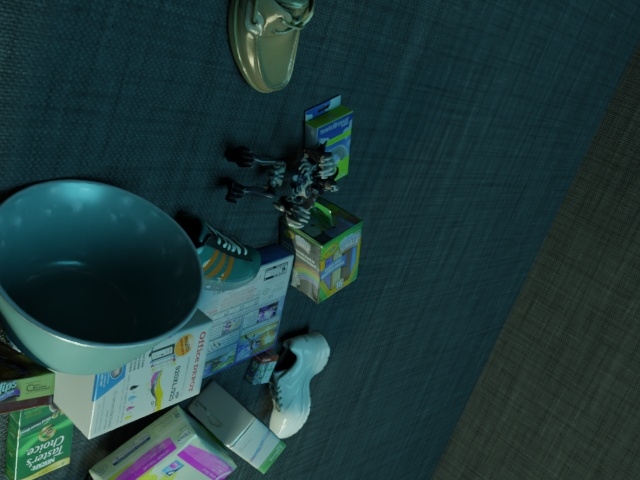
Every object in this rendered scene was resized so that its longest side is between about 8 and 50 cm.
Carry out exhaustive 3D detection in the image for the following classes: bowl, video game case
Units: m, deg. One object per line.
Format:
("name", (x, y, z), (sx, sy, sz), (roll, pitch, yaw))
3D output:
("bowl", (-0.344, 0.074, 1.108), (0.311, 0.311, 0.163), (-19, 151, -45))
("video game case", (-0.187, 0.152, 1.563), (0.269, 0.061, 0.244), (-18, 130, -45))

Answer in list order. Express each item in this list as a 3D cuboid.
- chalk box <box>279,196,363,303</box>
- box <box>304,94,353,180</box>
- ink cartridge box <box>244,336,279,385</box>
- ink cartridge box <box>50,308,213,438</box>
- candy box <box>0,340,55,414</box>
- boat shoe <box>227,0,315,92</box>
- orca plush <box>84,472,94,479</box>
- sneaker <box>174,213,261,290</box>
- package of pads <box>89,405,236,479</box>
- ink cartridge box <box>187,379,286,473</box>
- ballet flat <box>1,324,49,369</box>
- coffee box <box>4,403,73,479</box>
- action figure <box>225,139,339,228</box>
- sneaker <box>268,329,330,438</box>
("chalk box", (0.000, 0.000, 1.620), (0.132, 0.132, 0.213), (-30, 140, -36))
("box", (0.015, -0.199, 1.554), (0.109, 0.042, 0.178), (-32, 141, -35))
("ink cartridge box", (-0.132, 0.286, 1.782), (0.063, 0.029, 0.115), (4, 115, -54))
("ink cartridge box", (-0.335, 0.194, 1.298), (0.233, 0.168, 0.171), (-15, 128, -47))
("candy box", (-0.478, 0.193, 1.078), (0.109, 0.187, 0.053), (-1, 103, -48))
("boat shoe", (-0.073, -0.384, 1.211), (0.122, 0.110, 0.341), (-34, 141, -32))
("orca plush", (-0.523, 0.587, 1.443), (0.287, 0.102, 0.151), (-26, 137, -40))
("sneaker", (-0.209, 0.017, 1.374), (0.302, 0.108, 0.121), (-2, 123, -51))
("package of pads", (-0.324, 0.486, 1.573), (0.229, 0.101, 0.296), (-37, 150, -9))
("ink cartridge box", (-0.188, 0.426, 1.710), (0.093, 0.154, 0.212), (-50, 147, -12))
("ballet flat", (-0.465, 0.186, 1.203), (0.070, 0.070, 0.188), (-31, 140, -36))
("coffee box", (-0.493, 0.338, 1.327), (0.113, 0.040, 0.184), (-14, 128, -48))
("action figure", (-0.046, -0.108, 1.431), (0.276, 0.141, 0.164), (0, 118, -40))
("sneaker", (-0.083, 0.357, 1.865), (0.129, 0.111, 0.297), (5, 106, -43))
